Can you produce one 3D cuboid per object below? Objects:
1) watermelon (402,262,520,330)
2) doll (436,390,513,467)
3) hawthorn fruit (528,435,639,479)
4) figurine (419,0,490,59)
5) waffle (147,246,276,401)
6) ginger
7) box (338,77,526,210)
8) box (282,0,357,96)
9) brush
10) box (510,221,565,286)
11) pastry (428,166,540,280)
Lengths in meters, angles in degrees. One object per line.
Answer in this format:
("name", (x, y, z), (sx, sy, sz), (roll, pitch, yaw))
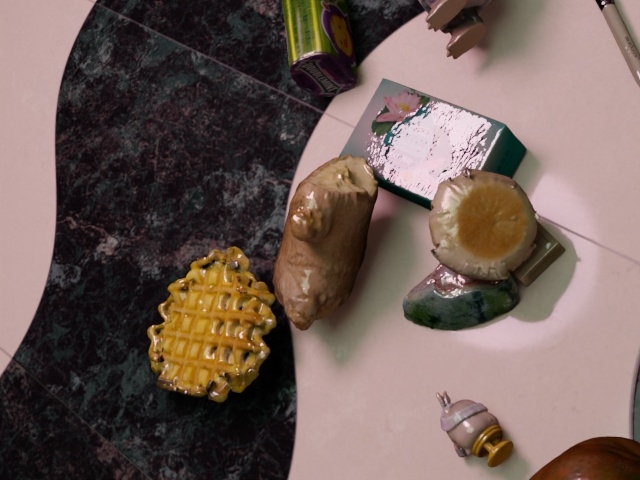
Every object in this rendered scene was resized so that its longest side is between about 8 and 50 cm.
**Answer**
("watermelon", (0.194, 0.053, 1.635), (0.187, 0.071, 0.139), (-12, 61, 27))
("doll", (0.203, 0.263, 1.546), (0.127, 0.073, 0.084), (42, 127, 34))
("hawthorn fruit", (0.330, 0.387, 1.304), (0.268, 0.268, 0.301), (45, 109, 35))
("figurine", (0.252, -0.540, 1.721), (0.378, 0.266, 0.361), (-35, 62, 15))
("waffle", (-0.181, 0.146, 1.792), (0.280, 0.060, 0.262), (-45, 46, 23))
("ginger", (0.000, 0.000, 1.675), (0.130, 0.221, 0.275), (16, 87, 10))
("box", (0.168, -0.134, 1.707), (0.245, 0.092, 0.153), (26, 85, 36))
("box", (-0.015, -0.424, 1.909), (0.097, 0.134, 0.345), (-19, 63, 25))
("brush", (0.433, -0.334, 1.667), (0.042, 0.039, 0.299), (-28, 62, 23))
("box", (0.294, 0.010, 1.608), (0.079, 0.035, 0.083), (-45, 54, 8))
("pastry", (0.226, -0.022, 1.555), (0.166, 0.088, 0.165), (0, 85, -1))
